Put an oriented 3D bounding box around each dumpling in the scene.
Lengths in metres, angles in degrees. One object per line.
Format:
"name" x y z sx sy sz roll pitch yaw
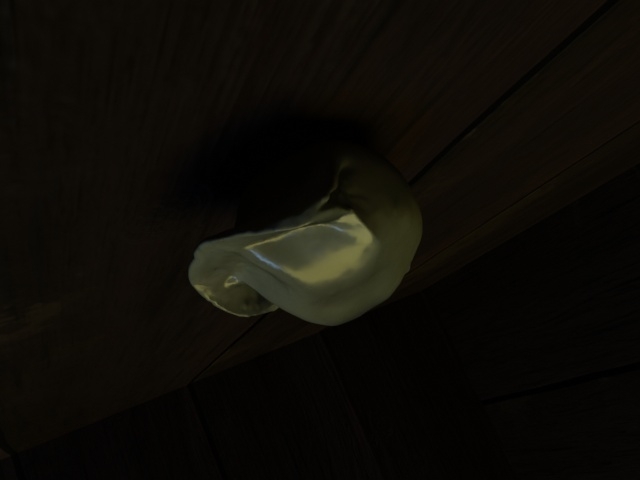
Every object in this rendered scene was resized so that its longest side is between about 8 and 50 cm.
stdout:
"dumpling" 0.000 0.000 0.455 0.162 0.132 0.250 -34 165 21
